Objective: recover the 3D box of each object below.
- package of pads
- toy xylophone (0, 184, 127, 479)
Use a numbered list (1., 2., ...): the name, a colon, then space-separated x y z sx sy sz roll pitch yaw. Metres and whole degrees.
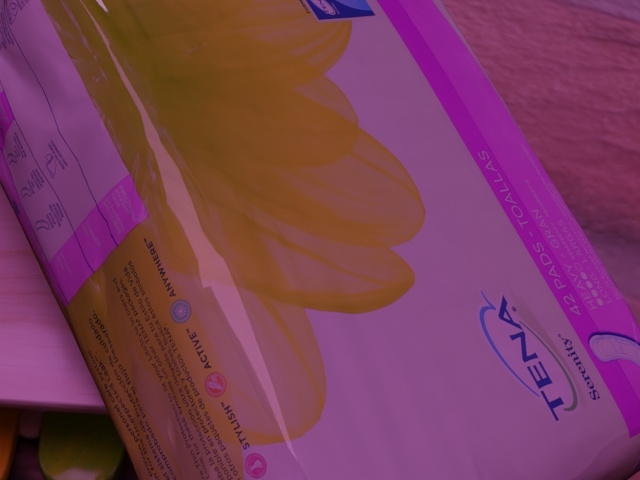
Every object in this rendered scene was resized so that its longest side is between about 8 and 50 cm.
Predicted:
1. package of pads: 0.000 0.000 0.491 0.229 0.101 0.296 -14 68 -43
2. toy xylophone: -0.165 0.064 0.517 0.322 0.081 0.236 11 52 2
